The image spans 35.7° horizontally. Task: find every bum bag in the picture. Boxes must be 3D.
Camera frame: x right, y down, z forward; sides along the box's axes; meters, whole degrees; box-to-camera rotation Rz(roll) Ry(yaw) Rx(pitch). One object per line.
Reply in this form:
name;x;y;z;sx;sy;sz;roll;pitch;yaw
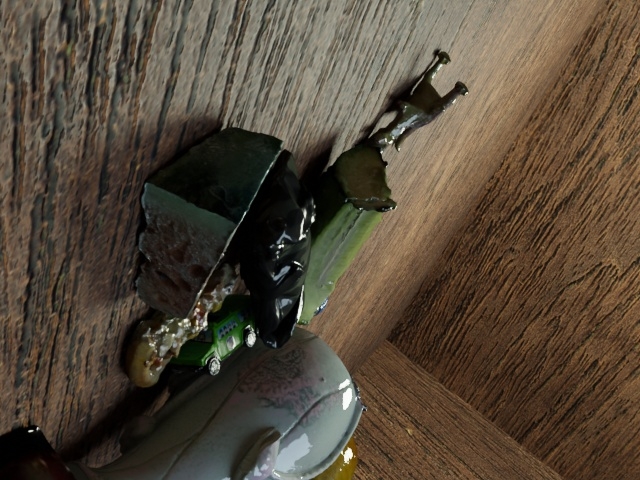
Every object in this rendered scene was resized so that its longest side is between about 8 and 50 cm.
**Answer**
bum bag;-0.056;0.014;1.259;0.340;0.095;0.144;93;1;-61

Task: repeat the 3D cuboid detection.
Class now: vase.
vase;-0.153;0.289;1.372;0.445;0.250;0.250;-30;157;-43

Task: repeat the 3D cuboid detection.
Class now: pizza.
pizza;-0.166;0.102;1.237;0.195;0.052;0.185;-48;172;-23

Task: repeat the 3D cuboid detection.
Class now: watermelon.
watermelon;-0.124;-0.008;1.011;0.154;0.094;0.241;-55;176;-47

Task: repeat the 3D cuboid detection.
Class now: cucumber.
cucumber;-0.002;-0.002;1.459;0.325;0.105;0.145;119;-28;-46

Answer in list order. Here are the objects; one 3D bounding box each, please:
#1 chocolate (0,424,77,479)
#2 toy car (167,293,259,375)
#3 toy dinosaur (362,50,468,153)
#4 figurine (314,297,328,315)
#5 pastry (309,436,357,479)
chocolate;-0.328;0.364;1.042;0.283;0.186;0.283;-50;169;-13
toy car;-0.141;0.127;1.347;0.165;0.071;0.062;-37;120;-53
toy dinosaur;0.149;-0.204;1.578;0.200;0.072;0.251;-46;-176;22
figurine;-0.050;0.105;1.696;0.149;0.086;0.087;-9;113;-59
pastry;-0.113;0.374;1.654;0.356;0.356;0.163;-40;120;-48
